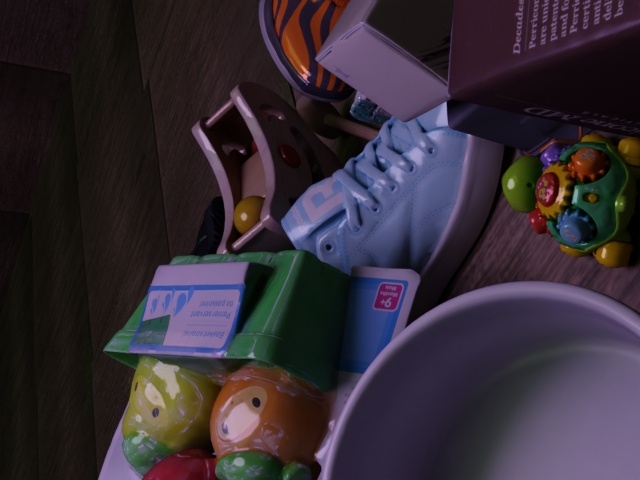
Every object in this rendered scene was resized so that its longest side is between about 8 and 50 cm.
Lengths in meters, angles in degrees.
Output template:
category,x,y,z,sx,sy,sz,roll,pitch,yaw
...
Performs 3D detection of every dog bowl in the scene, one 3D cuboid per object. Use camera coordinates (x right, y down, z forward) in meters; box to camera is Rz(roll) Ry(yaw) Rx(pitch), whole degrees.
category,x,y,z,sx,sy,sz,roll,pitch,yaw
dog bowl,0.133,0.164,0.736,0.265,0.104,0.265,-16,61,31

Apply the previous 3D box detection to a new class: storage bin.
category,x,y,z,sx,sy,sz,roll,pitch,yaw
storage bin,0.161,-0.118,0.938,0.135,0.091,0.098,139,134,-59

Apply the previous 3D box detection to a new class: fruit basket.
category,x,y,z,sx,sy,sz,roll,pitch,yaw
fruit basket,-0.094,0.177,0.990,0.327,0.165,0.353,-2,56,48

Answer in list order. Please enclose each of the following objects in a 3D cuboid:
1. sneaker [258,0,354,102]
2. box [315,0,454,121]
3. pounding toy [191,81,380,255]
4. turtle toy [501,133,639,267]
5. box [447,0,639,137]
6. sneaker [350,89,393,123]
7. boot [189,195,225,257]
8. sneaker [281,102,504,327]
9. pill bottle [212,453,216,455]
category,x,y,z,sx,sy,sz,roll,pitch,yaw
sneaker,0.019,-0.319,1.304,0.180,0.125,0.321,134,138,-57
box,0.113,-0.235,0.944,0.275,0.094,0.113,-60,12,-15
pounding toy,-0.032,-0.095,1.251,0.155,0.154,0.269,-39,28,28
turtle toy,0.183,-0.035,0.886,0.130,0.066,0.095,-159,78,-67
box,0.240,-0.152,0.627,0.381,0.191,0.143,174,103,-68
sneaker,0.075,-0.187,1.211,0.166,0.065,0.076,137,140,-55
boot,-0.148,0.087,1.601,0.246,0.094,0.207,-101,32,-53
sneaker,0.050,-0.025,1.095,0.135,0.150,0.366,-119,43,-55
pill bottle,-0.024,0.283,1.164,0.152,0.152,0.272,120,150,-42
